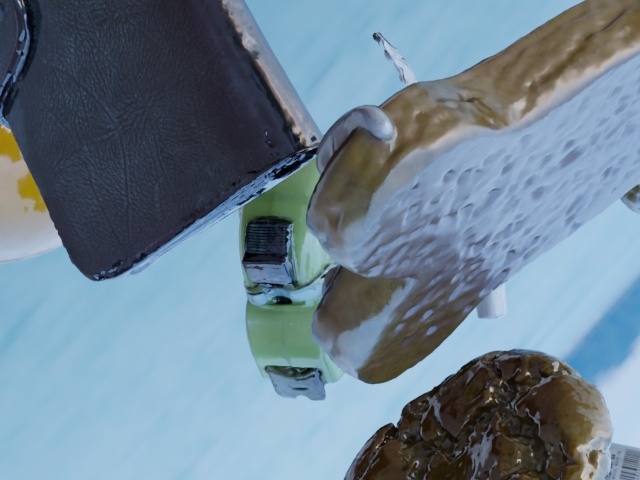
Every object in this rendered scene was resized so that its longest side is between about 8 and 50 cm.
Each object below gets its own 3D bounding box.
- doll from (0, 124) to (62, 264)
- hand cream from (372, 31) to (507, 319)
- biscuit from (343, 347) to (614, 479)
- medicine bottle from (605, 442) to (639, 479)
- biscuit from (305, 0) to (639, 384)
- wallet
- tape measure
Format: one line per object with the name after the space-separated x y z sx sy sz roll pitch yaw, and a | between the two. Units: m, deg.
-0.236 -0.099 1.317 0.213 0.213 0.236 6 83 -80 | doll
0.108 -0.056 1.636 0.050 0.257 0.084 -22 174 14 | hand cream
0.077 0.154 1.136 0.226 0.042 0.226 -39 -151 26 | biscuit
0.207 0.211 1.726 0.086 0.183 0.086 11 90 -78 | medicine bottle
0.164 -0.092 0.964 0.432 0.064 0.283 -35 159 -15 | biscuit
-0.134 -0.145 1.039 0.172 0.318 0.045 -32 171 32 | wallet
0.000 0.000 1.414 0.177 0.087 0.154 -62 141 -43 | tape measure
